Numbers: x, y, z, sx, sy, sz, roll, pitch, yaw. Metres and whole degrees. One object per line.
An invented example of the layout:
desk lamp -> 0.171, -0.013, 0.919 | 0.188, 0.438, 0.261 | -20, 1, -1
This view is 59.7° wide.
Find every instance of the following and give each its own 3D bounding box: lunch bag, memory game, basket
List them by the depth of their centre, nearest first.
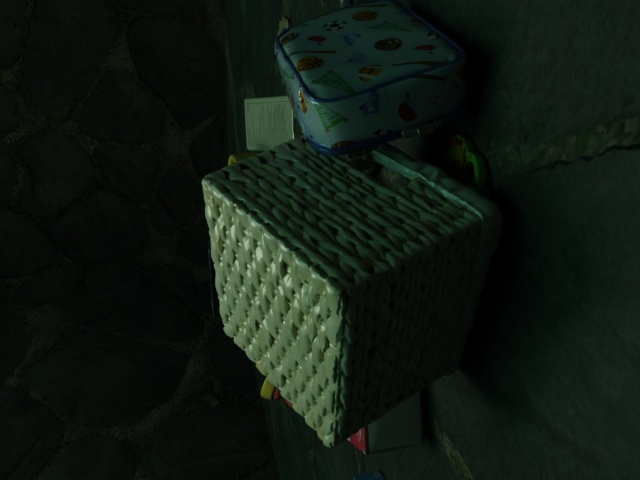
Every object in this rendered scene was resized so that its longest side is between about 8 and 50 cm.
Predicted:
lunch bag -> 0.072, -0.244, 0.806 | 0.303, 0.243, 0.115 | -112, 6, -47
basket -> 0.029, 0.049, 0.813 | 0.328, 0.266, 0.331 | 38, 141, 37
memory game -> -0.105, -0.585, 1.698 | 0.186, 0.012, 0.186 | 173, 90, -74

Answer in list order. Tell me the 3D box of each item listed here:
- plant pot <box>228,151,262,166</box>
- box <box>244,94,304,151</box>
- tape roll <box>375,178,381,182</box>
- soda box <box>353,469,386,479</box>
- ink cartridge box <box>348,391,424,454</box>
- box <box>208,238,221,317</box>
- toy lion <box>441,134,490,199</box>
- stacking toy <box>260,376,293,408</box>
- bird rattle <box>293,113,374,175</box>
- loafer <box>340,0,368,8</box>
plant pot -> -0.105, -0.109, 1.462 | 0.254, 0.239, 0.253 | 173, 90, -75
box -> -0.083, -0.297, 1.422 | 0.311, 0.121, 0.147 | 25, 120, 59
tape roll -> 0.077, 0.011, 1.151 | 0.275, 0.090, 0.274 | 174, 90, -75
soda box -> 0.137, 0.605, 1.208 | 0.210, 0.071, 0.067 | -128, 35, -62
ink cartridge box -> 0.078, 0.267, 1.128 | 0.306, 0.131, 0.226 | 173, 93, -69
box -> -0.229, 0.120, 1.905 | 0.073, 0.296, 0.293 | -114, 24, -53
toy lion -> 0.199, -0.101, 0.781 | 0.100, 0.034, 0.096 | -163, 75, -73
stacking toy -> -0.007, 0.267, 1.425 | 0.279, 0.130, 0.308 | -42, -26, -53
bird rattle -> 0.070, -0.226, 1.104 | 0.253, 0.143, 0.206 | 22, 130, 58
loafer -> 0.075, -0.539, 0.989 | 0.096, 0.084, 0.267 | -15, -76, -74
